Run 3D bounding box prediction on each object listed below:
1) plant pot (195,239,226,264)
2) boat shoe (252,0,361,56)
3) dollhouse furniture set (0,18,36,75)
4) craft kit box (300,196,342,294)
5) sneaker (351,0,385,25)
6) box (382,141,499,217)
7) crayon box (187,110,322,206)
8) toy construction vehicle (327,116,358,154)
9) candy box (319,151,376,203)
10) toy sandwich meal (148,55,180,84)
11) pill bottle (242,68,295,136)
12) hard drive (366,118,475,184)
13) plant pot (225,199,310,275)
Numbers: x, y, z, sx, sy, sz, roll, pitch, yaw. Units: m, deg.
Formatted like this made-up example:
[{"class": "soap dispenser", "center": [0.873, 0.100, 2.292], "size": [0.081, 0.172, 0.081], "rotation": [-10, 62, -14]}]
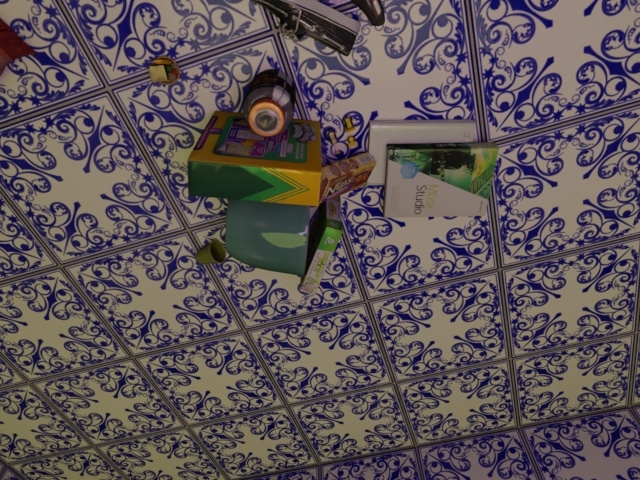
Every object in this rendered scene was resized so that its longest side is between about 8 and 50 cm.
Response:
[{"class": "plant pot", "center": [-0.384, 0.049, 1.587], "size": [0.079, 0.083, 0.083], "rotation": [-18, 123, 24]}, {"class": "boat shoe", "center": [-0.054, -0.555, 1.163], "size": [0.307, 0.113, 0.104], "rotation": [14, 108, -21]}, {"class": "dollhouse furniture set", "center": [-0.897, -0.413, 1.091], "size": [0.201, 0.374, 0.152], "rotation": [-33, 114, 21]}, {"class": "craft kit box", "center": [0.000, 0.000, 1.453], "size": [0.061, 0.246, 0.249], "rotation": [15, 121, -13]}, {"class": "sneaker", "center": [0.037, -0.633, 1.130], "size": [0.163, 0.106, 0.281], "rotation": [-24, 110, 20]}, {"class": "box", "center": [0.357, -0.181, 1.402], "size": [0.323, 0.058, 0.232], "rotation": [-2, 124, 0]}, {"class": "crayon box", "center": [-0.156, -0.228, 1.228], "size": [0.314, 0.362, 0.105], "rotation": [6, 123, -4]}, {"class": "toy construction vehicle", "center": [0.066, -0.314, 1.376], "size": [0.086, 0.035, 0.098], "rotation": [-25, 124, 2]}, {"class": "candy box", "center": [0.068, -0.187, 1.366], "size": [0.187, 0.053, 0.109], "rotation": [-25, 158, -32]}, {"class": "toy sandwich meal", "center": [-0.431, -0.465, 1.265], "size": [0.086, 0.029, 0.085], "rotation": [0, 124, -1]}, {"class": "pill bottle", "center": [-0.132, -0.358, 1.212], "size": [0.131, 0.245, 0.130], "rotation": [-1, 123, -1]}, {"class": "hard drive", "center": [0.299, -0.266, 1.404], "size": [0.308, 0.040, 0.202], "rotation": [0, 124, 0]}, {"class": "plant pot", "center": [-0.159, -0.044, 1.387], "size": [0.236, 0.292, 0.292], "rotation": [3, 123, -6]}]
